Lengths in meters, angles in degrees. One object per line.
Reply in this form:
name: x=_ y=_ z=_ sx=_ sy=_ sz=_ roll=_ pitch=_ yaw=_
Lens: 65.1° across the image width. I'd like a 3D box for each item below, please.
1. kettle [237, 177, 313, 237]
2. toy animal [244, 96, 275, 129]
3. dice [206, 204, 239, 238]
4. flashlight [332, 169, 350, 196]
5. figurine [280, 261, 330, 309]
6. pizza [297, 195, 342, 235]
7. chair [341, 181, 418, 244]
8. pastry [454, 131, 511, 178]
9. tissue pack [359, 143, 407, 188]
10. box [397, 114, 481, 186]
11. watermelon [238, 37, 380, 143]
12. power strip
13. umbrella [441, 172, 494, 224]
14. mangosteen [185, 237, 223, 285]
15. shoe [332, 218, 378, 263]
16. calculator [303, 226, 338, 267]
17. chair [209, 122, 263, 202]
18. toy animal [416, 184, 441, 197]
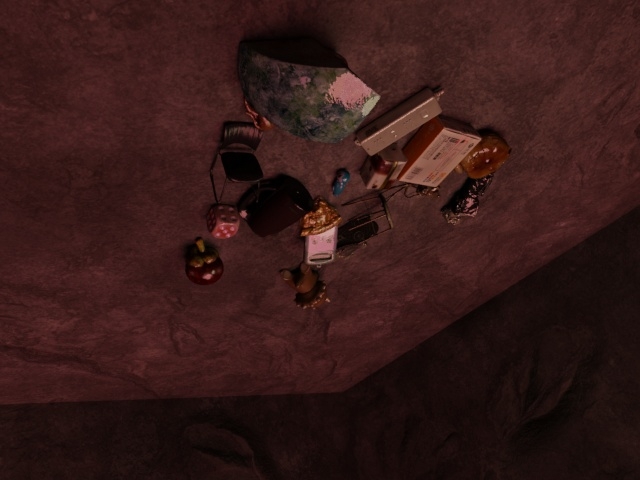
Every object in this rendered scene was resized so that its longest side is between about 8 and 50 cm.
kettle: x=-0.171 y=-0.114 z=1.795 sx=0.232 sy=0.143 sz=0.202 roll=-36 pitch=126 yaw=27
toy animal: x=-0.090 y=-0.384 z=1.487 sx=0.224 sy=0.066 sz=0.229 roll=-32 pitch=136 yaw=5
dice: x=-0.349 y=-0.067 z=1.795 sx=0.091 sy=0.093 sz=0.094 roll=6 pitch=139 yaw=-36
flashlight: x=0.075 y=-0.210 z=1.867 sx=0.051 sy=0.051 sz=0.129 roll=-8 pitch=149 yaw=-19
figurine: x=-0.059 y=0.231 z=2.344 sx=0.177 sy=0.172 sz=0.247 roll=-21 pitch=149 yaw=1
pizza: x=0.000 y=-0.098 z=1.954 sx=0.182 sy=0.062 sz=0.161 roll=-9 pitch=116 yaw=-14
chair: x=0.261 y=-0.122 z=2.015 sx=0.326 sy=0.170 sz=0.159 roll=-19 pitch=146 yaw=8
pastry: x=0.628 y=-0.330 z=1.956 sx=0.229 sy=0.100 sz=0.218 roll=-21 pitch=149 yaw=2
tissue pack: x=0.226 y=-0.266 z=1.820 sx=0.106 sy=0.099 sz=0.148 roll=-3 pitch=145 yaw=-26
box: x=0.425 y=-0.325 z=1.854 sx=0.221 sy=0.091 sz=0.274 roll=6 pitch=140 yaw=-38
watermelon: x=-0.016 y=-0.424 z=1.336 sx=0.388 sy=0.258 sz=0.228 roll=20 pitch=142 yaw=12
power strip: x=0.269 y=-0.401 z=1.680 sx=0.339 sy=0.058 sz=0.098 roll=-31 pitch=147 yaw=15
umbrella: x=0.653 y=-0.197 z=2.170 sx=0.113 sy=0.106 sz=0.357 roll=-1 pitch=143 yaw=-23
mangosteen: x=-0.441 y=0.086 z=1.938 sx=0.146 sy=0.155 sz=0.181 roll=24 pitch=117 yaw=-5
shoe: x=0.130 y=0.008 z=2.184 sx=0.293 sy=0.109 sz=0.149 roll=-24 pitch=151 yaw=13
calculator: x=0.000 y=0.000 z=2.060 sx=0.141 sy=0.045 sz=0.245 roll=-3 pitch=114 yaw=-19
chair: x=-0.246 y=-0.236 z=1.551 sx=0.141 sy=0.145 sz=0.221 roll=-3 pitch=143 yaw=-28
toy animal: x=0.458 y=-0.214 z=2.067 sx=0.086 sy=0.069 sz=0.220 roll=-36 pitch=158 yaw=25
